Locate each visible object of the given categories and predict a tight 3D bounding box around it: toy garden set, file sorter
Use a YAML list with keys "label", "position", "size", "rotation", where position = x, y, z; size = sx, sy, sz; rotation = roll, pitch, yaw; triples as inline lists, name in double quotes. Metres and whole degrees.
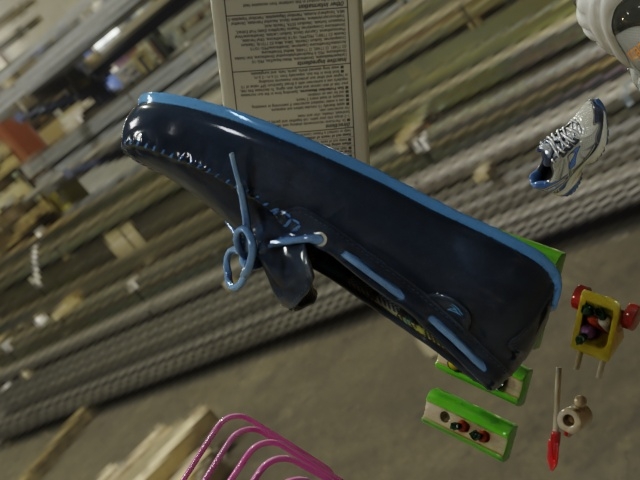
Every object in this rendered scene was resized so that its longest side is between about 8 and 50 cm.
- label: "toy garden set"
  position: [0.214, 0.128, 1.186]
  size: [0.204, 0.244, 0.049]
  rotation: [22, 19, 33]
- label: "file sorter"
  position: [-0.045, 0.334, 1.265]
  size: [0.182, 0.202, 0.290]
  rotation: [-58, 18, -6]

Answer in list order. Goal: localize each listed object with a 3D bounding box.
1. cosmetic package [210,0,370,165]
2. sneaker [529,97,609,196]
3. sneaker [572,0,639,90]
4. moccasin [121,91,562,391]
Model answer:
- label: "cosmetic package"
  position: [-0.028, -0.160, 1.181]
  size: [0.153, 0.296, 0.129]
  rotation: [-4, 33, -2]
- label: "sneaker"
  position: [0.274, -0.101, 1.246]
  size: [0.052, 0.058, 0.135]
  rotation: [-106, 26, -43]
- label: "sneaker"
  position: [0.242, -0.102, 0.677]
  size: [0.100, 0.108, 0.271]
  rotation: [-41, -26, 24]
- label: "moccasin"
  position: [0.000, 0.000, 0.802]
  size: [0.117, 0.342, 0.138]
  rotation: [-65, -11, -5]
